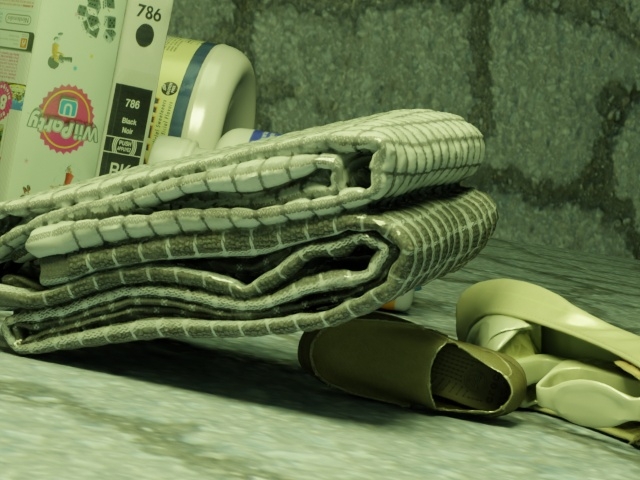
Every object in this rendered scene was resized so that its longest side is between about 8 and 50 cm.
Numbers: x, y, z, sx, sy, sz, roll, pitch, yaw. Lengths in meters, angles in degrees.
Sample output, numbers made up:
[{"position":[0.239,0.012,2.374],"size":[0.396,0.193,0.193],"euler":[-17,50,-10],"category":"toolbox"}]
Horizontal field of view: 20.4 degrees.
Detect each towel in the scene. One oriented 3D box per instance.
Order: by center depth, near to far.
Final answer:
[{"position":[-0.047,0.001,1.117],"size":[0.284,0.121,0.235],"euler":[-11,4,21],"category":"towel"}]

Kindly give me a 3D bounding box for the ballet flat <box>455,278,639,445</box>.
[{"position":[0.155,0.083,1.163],"size":[0.086,0.086,0.248],"euler":[7,6,-40],"category":"ballet flat"}]

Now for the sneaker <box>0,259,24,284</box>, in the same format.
[{"position":[-0.221,0.017,1.349],"size":[0.170,0.051,0.089],"euler":[17,3,40],"category":"sneaker"}]

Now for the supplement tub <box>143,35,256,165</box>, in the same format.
[{"position":[-0.250,-0.117,1.917],"size":[0.325,0.235,0.235],"euler":[10,4,8],"category":"supplement tub"}]

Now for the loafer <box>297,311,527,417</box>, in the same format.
[{"position":[0.059,0.077,1.109],"size":[0.148,0.056,0.050],"euler":[9,-3,-2],"category":"loafer"}]

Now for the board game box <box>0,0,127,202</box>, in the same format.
[{"position":[-0.294,-0.139,1.595],"size":[0.224,0.303,0.097],"euler":[13,3,44],"category":"board game box"}]

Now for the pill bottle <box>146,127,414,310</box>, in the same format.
[{"position":[-0.033,-0.026,1.723],"size":[0.272,0.152,0.152],"euler":[10,4,4],"category":"pill bottle"}]

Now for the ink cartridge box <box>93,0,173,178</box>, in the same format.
[{"position":[-0.223,-0.144,1.637],"size":[0.065,0.332,0.165],"euler":[6,6,-46],"category":"ink cartridge box"}]

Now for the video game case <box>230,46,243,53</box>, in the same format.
[{"position":[-0.191,-0.117,2.067],"size":[0.196,0.274,0.026],"euler":[10,37,8],"category":"video game case"}]

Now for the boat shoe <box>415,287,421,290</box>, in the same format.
[{"position":[0.000,0.000,1.899],"size":[0.258,0.089,0.109],"euler":[12,5,37],"category":"boat shoe"}]
